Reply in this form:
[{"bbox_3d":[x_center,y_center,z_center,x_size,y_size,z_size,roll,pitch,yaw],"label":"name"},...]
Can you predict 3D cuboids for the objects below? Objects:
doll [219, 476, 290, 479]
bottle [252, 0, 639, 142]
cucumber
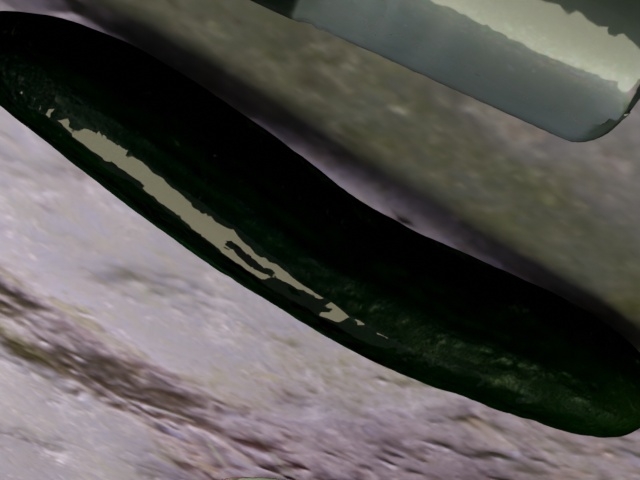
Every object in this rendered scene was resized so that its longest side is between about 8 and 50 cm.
[{"bbox_3d":[-0.021,0.234,0.779,0.268,0.216,0.284,-2,129,30],"label":"doll"},{"bbox_3d":[-0.050,-0.113,0.331,0.286,0.082,0.082,25,153,-2],"label":"bottle"},{"bbox_3d":[0.000,0.000,0.525,0.284,0.056,0.056,29,152,-13],"label":"cucumber"}]
